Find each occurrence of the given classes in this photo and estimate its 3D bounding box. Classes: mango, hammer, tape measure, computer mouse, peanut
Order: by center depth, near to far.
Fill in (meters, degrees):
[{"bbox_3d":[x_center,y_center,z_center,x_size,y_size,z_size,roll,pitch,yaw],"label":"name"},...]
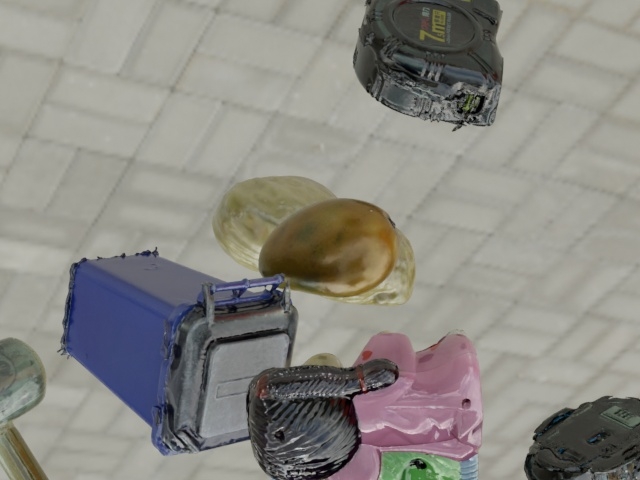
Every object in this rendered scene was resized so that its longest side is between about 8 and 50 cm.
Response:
[{"bbox_3d":[0.009,0.006,1.467,0.163,0.111,0.089,9,153,34],"label":"mango"},{"bbox_3d":[0.350,0.259,1.678,0.242,0.146,0.077,-24,119,-28],"label":"computer mouse"},{"bbox_3d":[0.132,-0.232,1.680,0.186,0.199,0.112,13,132,-5],"label":"tape measure"},{"bbox_3d":[-0.421,0.298,1.865,0.202,0.305,0.113,-31,-178,-37],"label":"hammer"},{"bbox_3d":[0.000,0.000,1.896,0.313,0.152,0.152,22,134,-18],"label":"peanut"}]

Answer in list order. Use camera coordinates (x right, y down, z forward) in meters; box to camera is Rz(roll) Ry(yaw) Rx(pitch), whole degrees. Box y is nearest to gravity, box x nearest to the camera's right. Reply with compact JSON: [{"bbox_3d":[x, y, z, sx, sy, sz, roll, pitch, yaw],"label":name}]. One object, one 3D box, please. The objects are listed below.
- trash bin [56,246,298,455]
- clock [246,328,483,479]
[{"bbox_3d":[-0.149,0.093,1.394,0.162,0.234,0.184,-5,112,-44],"label":"trash bin"},{"bbox_3d":[0.037,0.164,1.153,0.196,0.100,0.194,-7,136,-5],"label":"clock"}]
